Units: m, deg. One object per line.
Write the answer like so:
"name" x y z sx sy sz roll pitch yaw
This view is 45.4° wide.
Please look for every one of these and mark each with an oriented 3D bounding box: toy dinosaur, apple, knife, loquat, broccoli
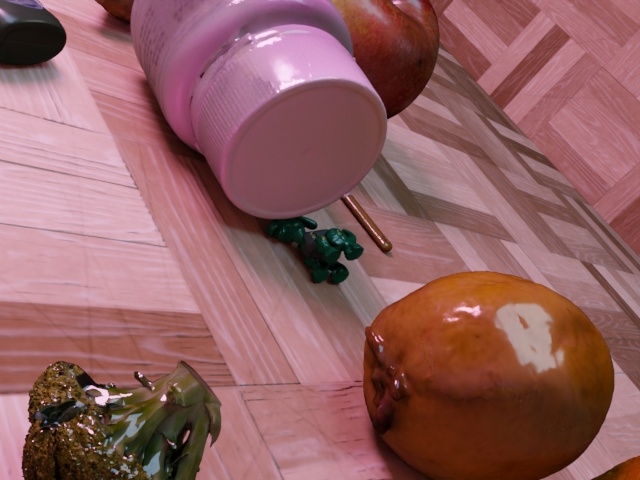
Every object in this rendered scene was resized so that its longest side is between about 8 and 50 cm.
"toy dinosaur" 0.000 0.000 0.926 0.132 0.059 0.096 -4 44 -48
"apple" 0.014 -0.340 1.210 0.348 0.277 0.348 31 46 -38
"knife" 0.025 -0.082 1.137 0.046 0.022 0.256 -3 49 -53
"loquat" 0.156 0.133 0.731 0.238 0.238 0.193 22 51 -37
"broccoli" -0.116 0.125 0.457 0.131 0.120 0.130 50 -7 -24

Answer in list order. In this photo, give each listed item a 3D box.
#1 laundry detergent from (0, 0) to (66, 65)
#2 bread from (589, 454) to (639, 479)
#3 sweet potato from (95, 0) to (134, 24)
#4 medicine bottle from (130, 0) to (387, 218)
"laundry detergent" -0.376 -0.275 0.814 0.211 0.063 0.137 43 21 8
"bread" 0.328 0.339 0.700 0.312 0.172 0.312 34 27 -20
"sweet potato" -0.229 -0.378 1.121 0.131 0.131 0.336 39 24 -6
"medicine bottle" -0.075 -0.197 0.907 0.241 0.241 0.302 15 35 -45
